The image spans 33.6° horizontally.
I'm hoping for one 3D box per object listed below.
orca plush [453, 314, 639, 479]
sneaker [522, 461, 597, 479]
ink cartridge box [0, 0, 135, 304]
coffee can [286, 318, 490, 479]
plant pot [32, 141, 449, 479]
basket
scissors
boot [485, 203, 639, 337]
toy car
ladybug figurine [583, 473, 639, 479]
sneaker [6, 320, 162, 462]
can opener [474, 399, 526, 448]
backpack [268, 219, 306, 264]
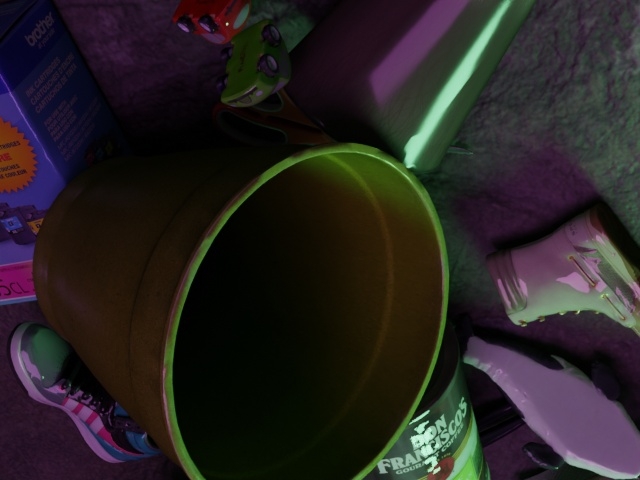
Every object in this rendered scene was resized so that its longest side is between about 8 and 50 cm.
[{"bbox_3d":[0.283,0.213,1.364,0.287,0.151,0.102,20,169,10],"label":"orca plush"},{"bbox_3d":[0.342,0.355,1.499,0.134,0.051,0.070,-25,132,24],"label":"sneaker"},{"bbox_3d":[-0.398,-0.119,1.264,0.270,0.151,0.395,-9,124,23],"label":"ink cartridge box"},{"bbox_3d":[0.091,0.228,1.300,0.201,0.201,0.275,-2,136,18],"label":"coffee can"},{"bbox_3d":[-0.116,0.053,1.125,0.353,0.366,0.366,17,140,45],"label":"plant pot"},{"bbox_3d":[0.103,-0.204,1.043,0.204,0.154,0.227,26,128,-19],"label":"basket"},{"bbox_3d":[0.020,-0.119,1.224,0.297,0.021,0.109,20,129,-1],"label":"scissors"},{"bbox_3d":[0.311,0.071,1.252,0.165,0.077,0.213,-26,112,32],"label":"boot"},{"bbox_3d":[-0.056,-0.207,1.045,0.239,0.225,0.053,-22,134,30],"label":"toy car"},{"bbox_3d":[0.467,0.411,1.400,0.305,0.162,0.449,32,128,-28],"label":"ladybug figurine"},{"bbox_3d":[-0.301,0.217,1.522,0.178,0.124,0.295,-11,132,30],"label":"sneaker"},{"bbox_3d":[0.206,0.272,1.464,0.186,0.073,0.059,-28,108,23],"label":"can opener"},{"bbox_3d":[0.000,0.000,1.281,0.105,0.084,0.114,35,125,-12],"label":"backpack"}]
